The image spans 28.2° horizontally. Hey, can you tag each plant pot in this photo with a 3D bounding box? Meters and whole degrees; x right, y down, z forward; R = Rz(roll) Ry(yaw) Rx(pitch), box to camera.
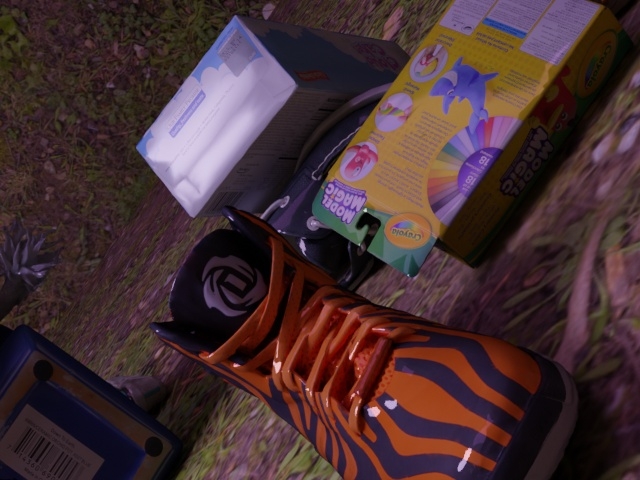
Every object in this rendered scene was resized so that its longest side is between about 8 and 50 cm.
[{"bbox_3d":[-0.285,0.223,1.224,0.212,0.236,0.236,-20,34,59],"label":"plant pot"}]

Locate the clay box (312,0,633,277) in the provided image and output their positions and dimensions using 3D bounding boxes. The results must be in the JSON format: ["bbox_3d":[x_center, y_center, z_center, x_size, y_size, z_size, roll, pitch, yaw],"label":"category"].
[{"bbox_3d":[0.100,-0.078,0.890,0.222,0.053,0.127,-55,44,-1],"label":"clay box"}]

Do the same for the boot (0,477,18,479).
[{"bbox_3d":[-0.081,0.189,0.605,0.246,0.207,0.094,-38,20,49],"label":"boot"}]

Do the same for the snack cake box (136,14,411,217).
[{"bbox_3d":[-0.017,-0.106,1.131,0.152,0.089,0.264,-50,-22,24],"label":"snack cake box"}]

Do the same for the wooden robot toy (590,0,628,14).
[{"bbox_3d":[0.153,-0.160,0.975,0.173,0.079,0.076,-37,21,55],"label":"wooden robot toy"}]

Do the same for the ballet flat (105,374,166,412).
[{"bbox_3d":[-0.218,0.184,1.511,0.052,0.057,0.168,-29,8,-21],"label":"ballet flat"}]

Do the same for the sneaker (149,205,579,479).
[{"bbox_3d":[0.000,0.069,0.688,0.124,0.180,0.321,-57,13,-12],"label":"sneaker"}]

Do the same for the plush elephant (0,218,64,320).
[{"bbox_3d":[-0.433,0.044,1.160,0.330,0.255,0.272,-47,23,-3],"label":"plush elephant"}]

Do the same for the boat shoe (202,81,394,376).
[{"bbox_3d":[0.000,0.000,1.060,0.302,0.114,0.091,-51,20,25],"label":"boat shoe"}]
